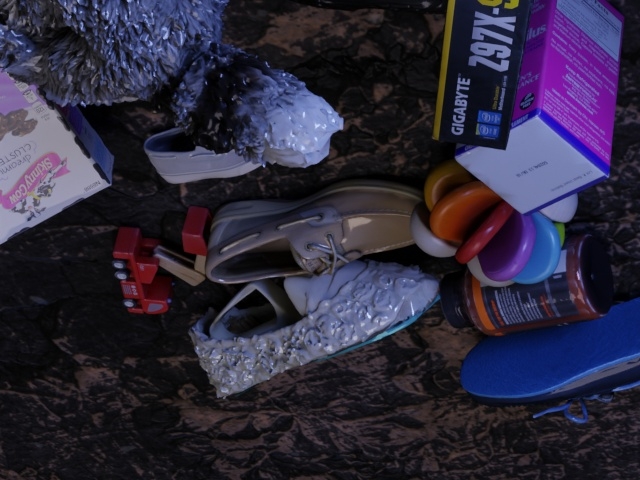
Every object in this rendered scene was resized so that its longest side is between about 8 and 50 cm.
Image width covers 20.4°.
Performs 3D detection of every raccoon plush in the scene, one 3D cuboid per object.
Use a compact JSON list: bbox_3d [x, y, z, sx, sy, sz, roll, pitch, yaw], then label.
[{"bbox_3d":[-0.166,-0.283,1.691,0.446,0.216,0.299,18,145,19],"label":"raccoon plush"}]

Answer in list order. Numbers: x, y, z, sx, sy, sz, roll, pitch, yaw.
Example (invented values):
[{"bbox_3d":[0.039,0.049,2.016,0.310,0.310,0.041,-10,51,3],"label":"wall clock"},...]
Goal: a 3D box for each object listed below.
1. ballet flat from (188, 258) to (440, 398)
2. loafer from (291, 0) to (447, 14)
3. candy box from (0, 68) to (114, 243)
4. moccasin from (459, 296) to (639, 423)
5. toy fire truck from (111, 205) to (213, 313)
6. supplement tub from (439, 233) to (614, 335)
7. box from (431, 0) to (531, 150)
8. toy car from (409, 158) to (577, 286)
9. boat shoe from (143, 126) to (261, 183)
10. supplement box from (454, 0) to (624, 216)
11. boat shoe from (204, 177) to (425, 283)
[{"bbox_3d":[-0.031,0.095,2.254,0.147,0.147,0.409,35,140,-27],"label":"ballet flat"},{"bbox_3d":[0.039,-0.273,1.802,0.223,0.078,0.076,7,180,30],"label":"loafer"},{"bbox_3d":[-0.358,-0.115,2.048,0.165,0.070,0.196,-28,120,13],"label":"candy box"},{"bbox_3d":[0.343,0.162,2.232,0.342,0.138,0.117,-13,141,31],"label":"moccasin"},{"bbox_3d":[-0.196,0.029,2.283,0.135,0.047,0.192,5,143,9],"label":"toy fire truck"},{"bbox_3d":[0.245,0.058,2.143,0.198,0.106,0.106,-12,137,30],"label":"supplement tub"},{"bbox_3d":[0.165,-0.279,1.598,0.079,0.257,0.322,8,144,5],"label":"box"},{"bbox_3d":[0.200,-0.015,2.012,0.182,0.136,0.159,28,119,-20],"label":"toy car"},{"bbox_3d":[-0.126,-0.115,2.067,0.184,0.066,0.063,-5,142,37],"label":"boat shoe"},{"bbox_3d":[0.222,-0.155,1.776,0.114,0.220,0.111,37,136,-27],"label":"supplement box"},{"bbox_3d":[0.000,0.000,2.144,0.302,0.098,0.109,-6,140,23],"label":"boat shoe"}]
